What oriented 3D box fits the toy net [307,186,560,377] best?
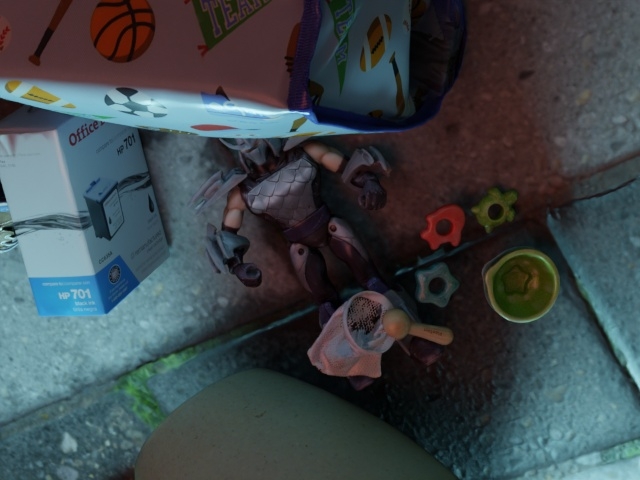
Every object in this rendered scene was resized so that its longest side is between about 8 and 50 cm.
[{"bbox_3d":[0.092,0.048,1.588,0.232,0.045,0.122,-26,108,-6],"label":"toy net"}]

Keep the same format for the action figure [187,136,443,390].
[{"bbox_3d":[0.000,0.000,1.637,0.185,0.099,0.285,-29,110,14],"label":"action figure"}]

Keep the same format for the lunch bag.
[{"bbox_3d":[-0.080,-0.199,1.429,0.328,0.385,0.239,9,91,20],"label":"lunch bag"}]

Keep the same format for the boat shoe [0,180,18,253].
[{"bbox_3d":[-0.327,-0.025,1.802,0.183,0.066,0.066,-4,118,36],"label":"boat shoe"}]

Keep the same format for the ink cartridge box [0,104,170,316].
[{"bbox_3d":[-0.227,-0.041,1.698,0.082,0.139,0.191,0,115,25],"label":"ink cartridge box"}]

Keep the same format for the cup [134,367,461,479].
[{"bbox_3d":[-0.045,0.263,1.696,0.237,0.331,0.331,51,127,23],"label":"cup"}]
